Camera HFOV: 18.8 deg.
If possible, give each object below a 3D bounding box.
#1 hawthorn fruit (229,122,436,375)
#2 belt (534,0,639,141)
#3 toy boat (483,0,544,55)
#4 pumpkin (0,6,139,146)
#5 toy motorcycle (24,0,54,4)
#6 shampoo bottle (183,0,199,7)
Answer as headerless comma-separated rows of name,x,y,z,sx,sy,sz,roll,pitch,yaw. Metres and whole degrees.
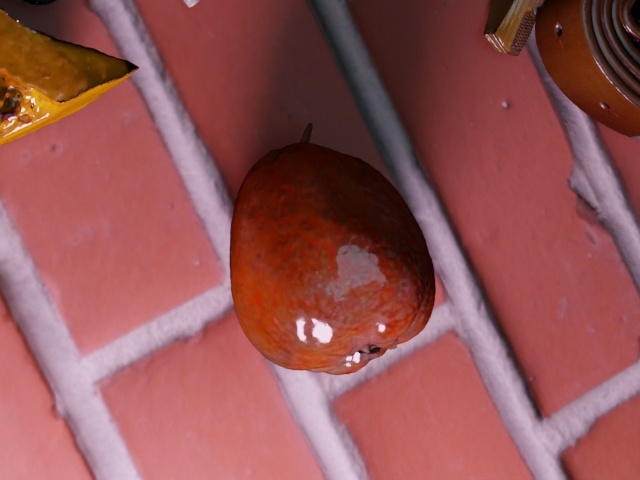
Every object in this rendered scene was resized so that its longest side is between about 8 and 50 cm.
hawthorn fruit,0.000,0.000,1.930,0.210,0.210,0.262,-11,70,-22
belt,0.408,-0.203,2.129,0.339,0.122,0.217,22,79,-19
toy boat,0.223,-0.270,2.099,0.049,0.047,0.149,30,80,-32
pumpkin,-0.336,-0.165,1.851,0.278,0.111,0.163,-26,88,-16
toy motorcycle,-0.341,-0.284,1.866,0.205,0.076,0.114,0,81,-22
shampoo bottle,-0.171,-0.291,1.950,0.141,0.034,0.049,49,65,-13
